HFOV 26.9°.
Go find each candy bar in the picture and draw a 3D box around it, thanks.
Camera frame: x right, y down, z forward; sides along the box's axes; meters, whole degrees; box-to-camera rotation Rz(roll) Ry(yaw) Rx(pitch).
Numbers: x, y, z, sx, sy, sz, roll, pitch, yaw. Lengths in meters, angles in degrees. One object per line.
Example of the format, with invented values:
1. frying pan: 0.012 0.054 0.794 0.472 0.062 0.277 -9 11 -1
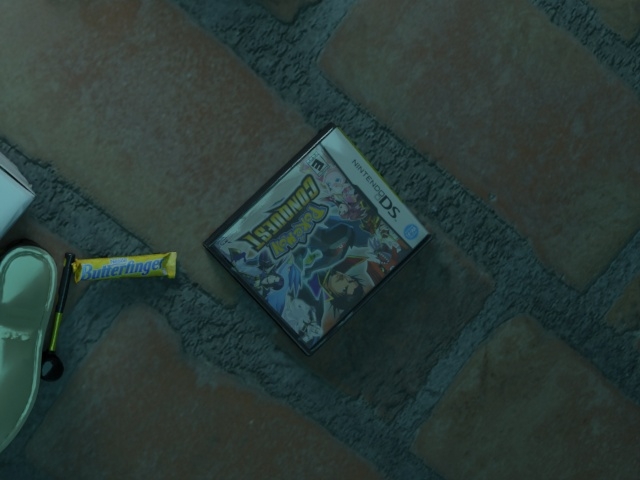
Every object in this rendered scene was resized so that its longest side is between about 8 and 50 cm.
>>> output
1. candy bar: -0.290 0.041 1.983 0.161 0.018 0.040 -3 105 -26

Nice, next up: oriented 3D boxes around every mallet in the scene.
1. mallet: -0.388 0.112 1.969 0.039 0.062 0.189 12 82 -26

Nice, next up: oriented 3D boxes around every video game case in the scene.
1. video game case: 0.000 0.000 2.067 0.275 0.035 0.248 -44 110 -6

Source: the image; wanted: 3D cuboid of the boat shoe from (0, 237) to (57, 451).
1. boat shoe: -0.457 0.155 1.918 0.116 0.097 0.324 14 97 -22

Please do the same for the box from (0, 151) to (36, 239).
1. box: -0.504 -0.027 1.780 0.127 0.262 0.231 40 88 -20
